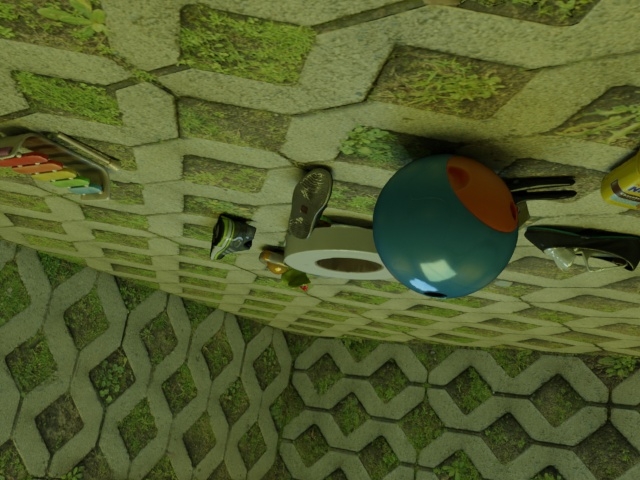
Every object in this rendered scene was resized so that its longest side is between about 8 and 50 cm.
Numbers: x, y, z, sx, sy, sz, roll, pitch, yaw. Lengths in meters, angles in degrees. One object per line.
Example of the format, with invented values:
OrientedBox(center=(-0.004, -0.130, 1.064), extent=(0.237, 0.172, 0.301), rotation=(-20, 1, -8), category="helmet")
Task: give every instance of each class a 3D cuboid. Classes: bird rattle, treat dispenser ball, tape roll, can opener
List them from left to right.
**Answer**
OrientedBox(center=(-0.114, 0.082, 2.498), extent=(0.206, 0.143, 0.253), rotation=(23, 177, -4), category="bird rattle")
OrientedBox(center=(0.085, 0.044, 2.125), extent=(0.391, 0.072, 0.392), rotation=(5, 166, 1), category="tape roll")
OrientedBox(center=(0.247, -0.029, 1.423), extent=(0.288, 0.288, 0.288), rotation=(9, 165, 2), category="treat dispenser ball")
OrientedBox(center=(0.440, -0.105, 1.493), extent=(0.186, 0.073, 0.059), rotation=(-7, 119, 40), category="can opener")

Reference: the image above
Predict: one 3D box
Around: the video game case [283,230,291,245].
OrientedBox(center=(0.000, 0.000, 2.209), extent=(0.206, 0.026, 0.227), rotation=(12, 164, -7), category="video game case")

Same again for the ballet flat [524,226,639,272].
OrientedBox(center=(0.641, 0.027, 1.752), extent=(0.280, 0.096, 0.095), rotation=(6, 165, 16), category="ballet flat")

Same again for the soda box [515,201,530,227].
OrientedBox(center=(0.378, -0.059, 1.630), extent=(0.181, 0.058, 0.061), rotation=(-4, -159, 44), category="soda box")

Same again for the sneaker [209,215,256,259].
OrientedBox(center=(-0.280, 0.005, 2.258), extent=(0.121, 0.111, 0.300), rotation=(9, 168, -13), category="sneaker")

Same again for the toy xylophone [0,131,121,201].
OrientedBox(center=(-0.659, -0.191, 1.805), extent=(0.236, 0.081, 0.322), rotation=(-4, 160, 42), category="toy xylophone")

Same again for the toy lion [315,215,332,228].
OrientedBox(center=(-0.021, -0.052, 2.024), extent=(0.100, 0.034, 0.096), rotation=(14, 158, -16), category="toy lion")

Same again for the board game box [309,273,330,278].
OrientedBox(center=(0.023, 0.111, 2.609), extent=(0.103, 0.026, 0.154), rotation=(20, 162, -34), category="board game box")

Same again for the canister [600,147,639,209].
OrientedBox(center=(0.604, -0.111, 1.302), extent=(0.126, 0.073, 0.170), rotation=(11, 167, -2), category="canister")

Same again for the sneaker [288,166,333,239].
OrientedBox(center=(-0.014, -0.114, 1.714), extent=(0.083, 0.118, 0.222), rotation=(28, 136, 2), category="sneaker")
